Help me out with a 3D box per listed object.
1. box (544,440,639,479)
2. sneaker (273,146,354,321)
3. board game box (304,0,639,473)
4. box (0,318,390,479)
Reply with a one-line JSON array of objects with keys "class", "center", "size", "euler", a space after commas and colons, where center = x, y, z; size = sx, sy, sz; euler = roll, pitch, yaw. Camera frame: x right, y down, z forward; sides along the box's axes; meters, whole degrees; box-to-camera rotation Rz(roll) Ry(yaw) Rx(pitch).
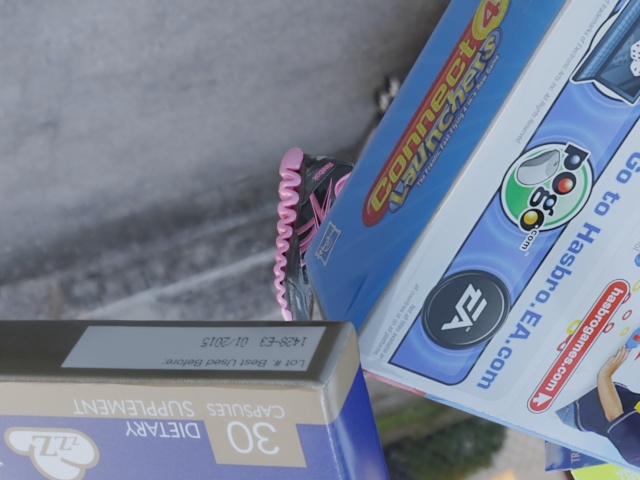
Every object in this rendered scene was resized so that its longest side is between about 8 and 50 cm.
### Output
[{"class": "box", "center": [0.283, 0.155, 1.053], "size": [0.178, 0.042, 0.109], "euler": [-15, -146, 21]}, {"class": "sneaker", "center": [0.000, 0.000, 0.786], "size": [0.057, 0.119, 0.047], "euler": [3, 174, 2]}, {"class": "board game box", "center": [0.199, -0.043, 0.496], "size": [0.302, 0.086, 0.308], "euler": [23, 111, -23]}, {"class": "box", "center": [-0.034, 0.125, 0.426], "size": [0.136, 0.225, 0.036], "euler": [-2, -145, 20]}]
